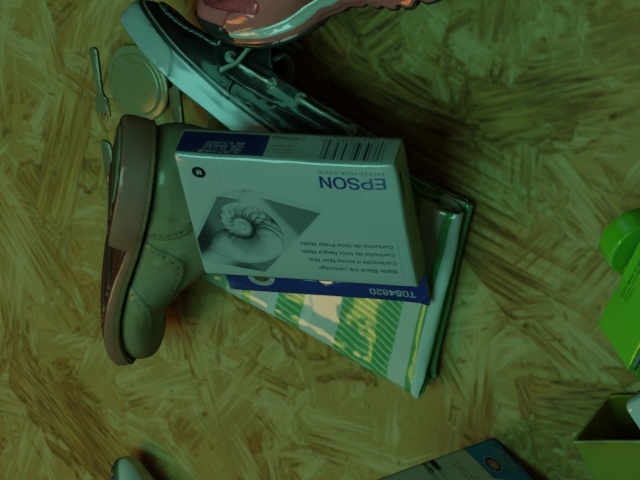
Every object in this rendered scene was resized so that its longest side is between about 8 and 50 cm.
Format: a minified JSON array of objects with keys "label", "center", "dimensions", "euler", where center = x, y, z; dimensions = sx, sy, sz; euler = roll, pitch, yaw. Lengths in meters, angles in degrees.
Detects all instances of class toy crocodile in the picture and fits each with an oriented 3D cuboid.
[{"label":"toy crocodile","center":[0.332,-0.020,1.624],"dimensions":[0.115,0.105,0.340],"euler":[57,142,43]}]

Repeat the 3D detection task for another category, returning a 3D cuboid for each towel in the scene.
[{"label":"towel","center":[0.000,0.000,1.943],"dimensions":[0.325,0.038,0.248],"euler":[27,126,27]}]

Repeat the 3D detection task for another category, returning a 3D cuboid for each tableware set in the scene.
[{"label":"tableware set","center":[-0.183,-0.124,2.035],"dimensions":[0.128,0.039,0.194],"euler":[10,116,35]}]

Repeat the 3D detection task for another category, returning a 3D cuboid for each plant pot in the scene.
[{"label":"plant pot","center":[0.302,0.202,1.763],"dimensions":[0.081,0.081,0.083],"euler":[-5,117,40]}]

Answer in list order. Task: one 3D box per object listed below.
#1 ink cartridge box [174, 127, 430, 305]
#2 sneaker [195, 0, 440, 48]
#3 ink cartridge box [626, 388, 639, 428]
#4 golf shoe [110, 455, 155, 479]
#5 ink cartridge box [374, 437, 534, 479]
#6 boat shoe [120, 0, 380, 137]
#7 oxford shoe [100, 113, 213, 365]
[{"label":"ink cartridge box","center":[-0.014,-0.009,1.799],"dimensions":[0.223,0.045,0.224],"euler":[3,135,18]},{"label":"sneaker","center":[0.000,-0.280,1.742],"dimensions":[0.314,0.116,0.136],"euler":[-11,124,34]},{"label":"ink cartridge box","center":[0.444,0.152,1.590],"dimensions":[0.289,0.121,0.211],"euler":[-34,88,43]},{"label":"golf shoe","center":[-0.181,0.333,2.236],"dimensions":[0.086,0.067,0.186],"euler":[-33,87,17]},{"label":"ink cartridge box","center":[0.134,0.296,1.838],"dimensions":[0.148,0.203,0.086],"euler":[47,134,33]},{"label":"boat shoe","center":[-0.067,-0.163,1.857],"dimensions":[0.306,0.113,0.105],"euler":[42,101,22]},{"label":"oxford shoe","center":[-0.157,0.019,1.973],"dimensions":[0.397,0.146,0.140],"euler":[106,165,-58]}]
